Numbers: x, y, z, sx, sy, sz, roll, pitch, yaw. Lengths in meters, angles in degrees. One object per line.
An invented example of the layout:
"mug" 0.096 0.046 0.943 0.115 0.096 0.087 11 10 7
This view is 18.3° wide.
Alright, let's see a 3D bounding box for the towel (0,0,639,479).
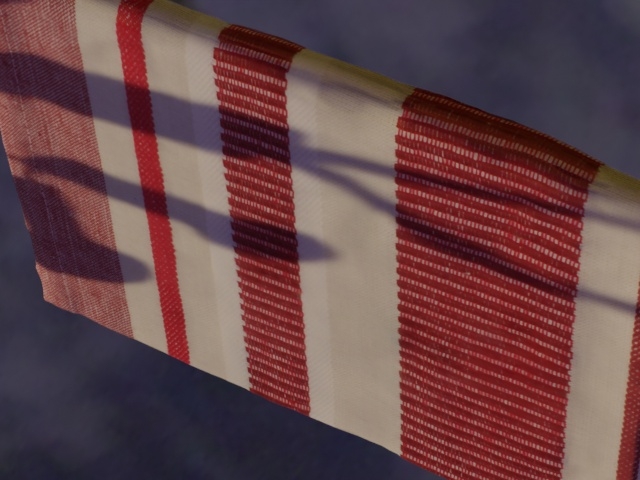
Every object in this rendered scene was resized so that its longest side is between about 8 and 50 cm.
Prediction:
"towel" 0.000 0.000 0.873 0.329 0.237 0.037 22 -125 21
